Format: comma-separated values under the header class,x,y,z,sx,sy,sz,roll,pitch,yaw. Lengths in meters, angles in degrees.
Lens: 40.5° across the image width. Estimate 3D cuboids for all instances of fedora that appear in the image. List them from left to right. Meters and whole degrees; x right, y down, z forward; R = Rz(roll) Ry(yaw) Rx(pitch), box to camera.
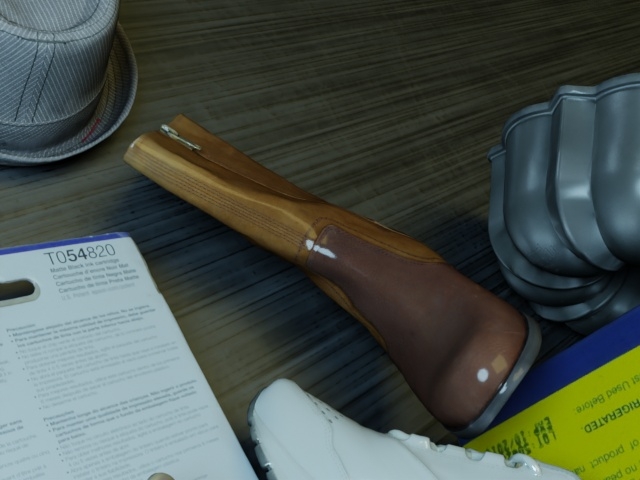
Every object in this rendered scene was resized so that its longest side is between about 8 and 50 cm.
class,x,y,z,sx,sy,sz,roll,pitch,yaw
fedora,-0.234,-0.189,0.620,0.244,0.124,0.275,4,54,-36

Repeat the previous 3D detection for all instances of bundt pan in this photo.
class,x,y,z,sx,sy,sz,roll,pitch,yaw
bundt pan,0.294,0.007,0.729,0.331,0.331,0.124,24,67,-18

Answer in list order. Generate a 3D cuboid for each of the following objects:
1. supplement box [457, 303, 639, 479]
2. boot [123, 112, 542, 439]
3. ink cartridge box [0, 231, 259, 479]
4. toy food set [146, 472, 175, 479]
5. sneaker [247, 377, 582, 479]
class,x,y,z,sx,sy,sz,roll,pitch,yaw
supplement box,0.265,0.239,0.554,0.195,0.194,0.356,15,47,-41
boot,0.000,0.000,0.591,0.280,0.096,0.264,33,15,-11
ink cartridge box,-0.160,0.107,0.480,0.223,0.045,0.224,-10,61,-43
toy food set,-0.049,0.215,0.451,0.192,0.039,0.132,41,54,-20
sneaker,0.085,0.170,0.506,0.297,0.111,0.129,35,80,17
